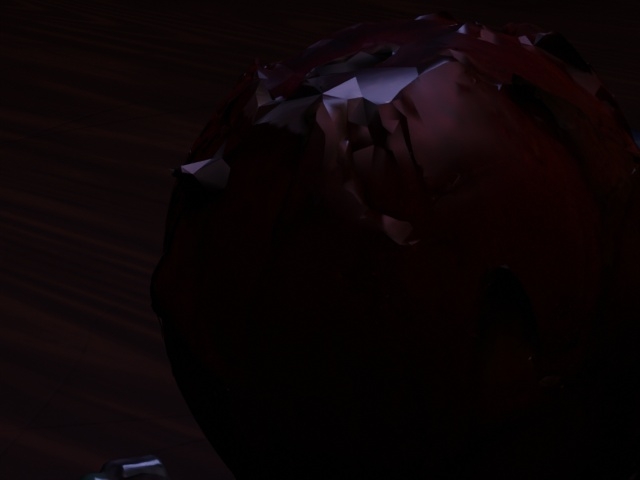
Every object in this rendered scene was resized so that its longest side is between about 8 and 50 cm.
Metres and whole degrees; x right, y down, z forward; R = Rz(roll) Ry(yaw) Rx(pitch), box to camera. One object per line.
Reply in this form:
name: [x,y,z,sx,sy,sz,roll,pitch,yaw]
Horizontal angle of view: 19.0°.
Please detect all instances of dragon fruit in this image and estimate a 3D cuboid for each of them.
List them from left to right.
dragon fruit: [0.057,0.026,1.052,0.295,0.302,0.295,-16,22,7]

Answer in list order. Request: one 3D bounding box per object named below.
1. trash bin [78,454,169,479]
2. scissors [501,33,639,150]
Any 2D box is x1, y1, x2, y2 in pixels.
trash bin: [-0.185,0.186,0.618,0.259,0.295,0.381,-8,13,-28]
scissors: [0.263,-0.024,1.161,0.383,0.256,0.029,2,47,15]
